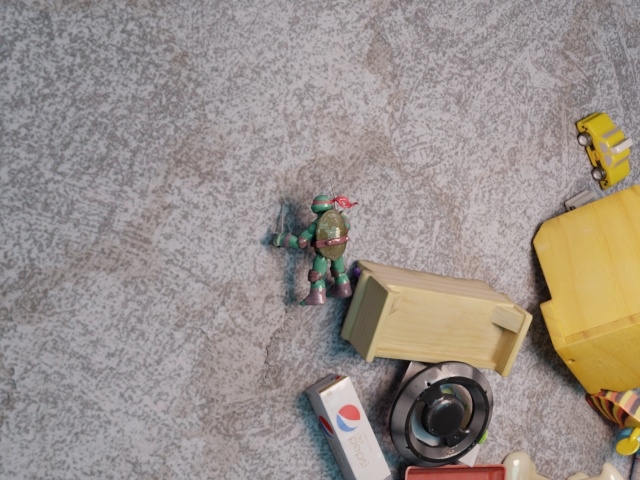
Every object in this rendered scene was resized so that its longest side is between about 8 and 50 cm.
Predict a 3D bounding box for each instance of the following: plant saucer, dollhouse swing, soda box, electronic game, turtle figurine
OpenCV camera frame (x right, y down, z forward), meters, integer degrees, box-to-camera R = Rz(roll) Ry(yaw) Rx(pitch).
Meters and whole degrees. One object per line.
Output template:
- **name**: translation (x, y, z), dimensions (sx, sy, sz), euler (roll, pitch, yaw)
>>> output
- **plant saucer**: translation (0.267, 0.595, 1.408), dimensions (0.258, 0.047, 0.259), euler (8, 82, -25)
- **dollhouse swing**: translation (0.694, 0.112, 1.530), dimensions (0.315, 0.347, 0.305), euler (45, 31, -35)
- **soda box**: translation (0.053, 0.370, 1.312), dimensions (0.074, 0.069, 0.216), euler (-26, 97, -25)
- **electronic game**: translation (0.242, 0.346, 1.344), dimensions (0.229, 0.048, 0.229), euler (-5, 107, -18)
- **turtle figurine**: translation (0.000, 0.000, 1.298), dimensions (0.175, 0.118, 0.234), euler (-9, 95, -26)

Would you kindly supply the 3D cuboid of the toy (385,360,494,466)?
- **toy**: translation (0.244, 0.358, 1.411), dimensions (0.237, 0.056, 0.137), euler (31, 73, -17)

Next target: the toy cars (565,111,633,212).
- **toy cars**: translation (0.695, -0.127, 1.653), dimensions (0.176, 0.087, 0.394), euler (17, 79, -23)

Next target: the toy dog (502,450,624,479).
- **toy dog**: translation (0.557, 0.631, 1.344), dimensions (0.284, 0.408, 0.395), euler (33, 72, -19)

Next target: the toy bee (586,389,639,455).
- **toy bee**: translation (0.777, 0.428, 1.558), dimensions (0.298, 0.162, 0.195), euler (25, 64, -1)

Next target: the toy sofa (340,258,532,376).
- **toy sofa**: translation (0.227, 0.161, 1.388), dimensions (0.362, 0.177, 0.150), euler (10, 106, -25)

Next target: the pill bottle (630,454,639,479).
- **pill bottle**: translation (0.805, 0.570, 1.647), dimensions (0.087, 0.087, 0.160), euler (25, 75, -22)
